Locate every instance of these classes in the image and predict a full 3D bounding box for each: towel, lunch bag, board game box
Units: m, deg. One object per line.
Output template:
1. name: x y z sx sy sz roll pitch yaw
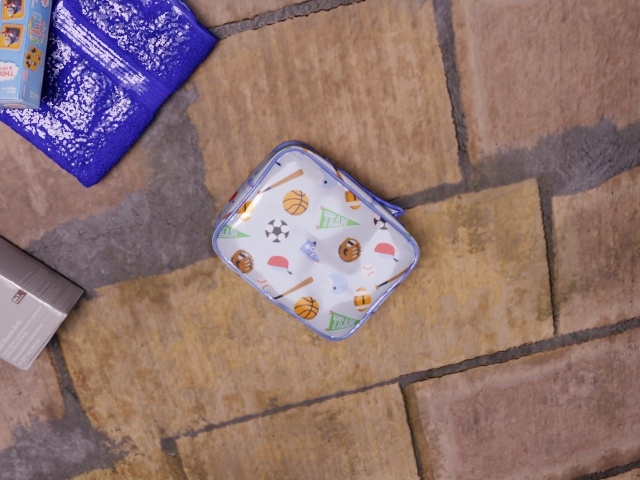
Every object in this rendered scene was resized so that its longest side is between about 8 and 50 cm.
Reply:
1. towel: -0.327 -0.254 0.778 0.228 0.076 0.308 40 98 -15
2. lunch bag: 0.000 0.000 0.874 0.303 0.115 0.243 39 96 -15
3. board game box: -0.434 -0.279 0.714 0.160 0.039 0.211 3 84 14

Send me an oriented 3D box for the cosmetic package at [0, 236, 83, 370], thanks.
1. cosmetic package: -0.510 0.073 0.835 0.238 0.107 0.127 35 102 -18
